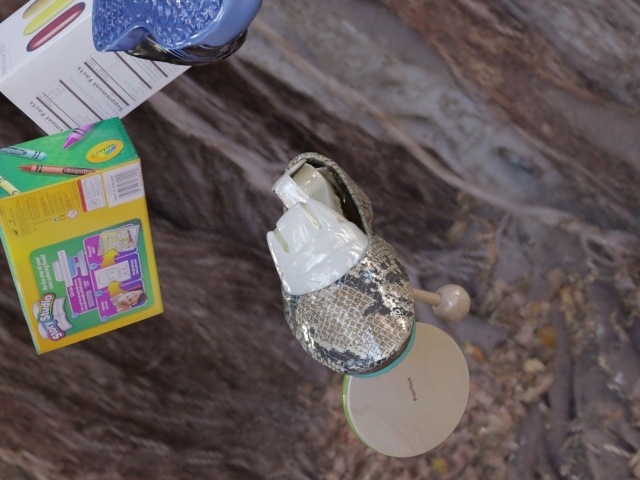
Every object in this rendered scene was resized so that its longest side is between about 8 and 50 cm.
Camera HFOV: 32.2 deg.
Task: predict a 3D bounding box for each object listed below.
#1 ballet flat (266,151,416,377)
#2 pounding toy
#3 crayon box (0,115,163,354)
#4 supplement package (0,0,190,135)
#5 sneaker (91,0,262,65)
[{"bbox_3d":[0.000,0.000,1.424,0.164,0.182,0.483,-31,21,8],"label":"ballet flat"},{"bbox_3d":[0.102,0.167,1.512,0.110,0.183,0.237,-168,86,-67],"label":"pounding toy"},{"bbox_3d":[-0.286,0.001,1.302,0.165,0.081,0.278,-18,-39,-17],"label":"crayon box"},{"bbox_3d":[-0.254,-0.245,1.319,0.244,0.134,0.139,-35,41,9],"label":"supplement package"},{"bbox_3d":[-0.080,-0.163,0.757,0.232,0.090,0.081,13,102,60],"label":"sneaker"}]
